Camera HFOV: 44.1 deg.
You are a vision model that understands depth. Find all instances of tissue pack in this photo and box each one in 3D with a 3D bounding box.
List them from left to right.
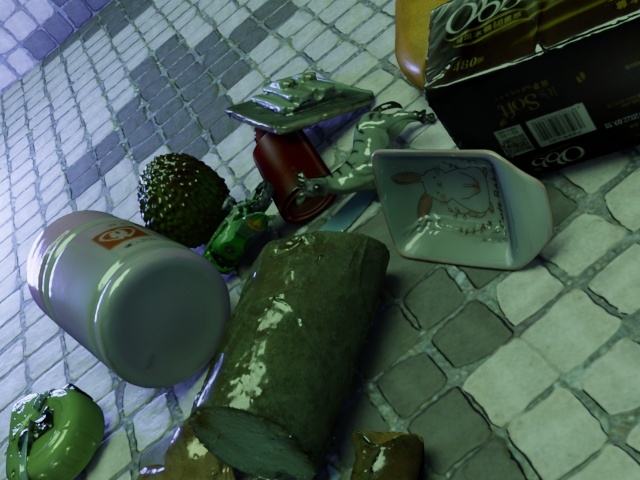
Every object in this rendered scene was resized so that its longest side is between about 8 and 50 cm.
[{"bbox_3d":[0.321,-0.217,0.937,0.369,0.210,0.198,-16,50,29],"label":"tissue pack"}]

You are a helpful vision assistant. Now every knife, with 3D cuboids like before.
[{"bbox_3d":[0.000,0.000,1.157,0.313,0.019,0.044,-46,44,-7],"label":"knife"}]

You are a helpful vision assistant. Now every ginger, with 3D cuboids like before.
[{"bbox_3d":[-0.170,0.270,0.984,0.165,0.067,0.096,-21,62,25],"label":"ginger"}]

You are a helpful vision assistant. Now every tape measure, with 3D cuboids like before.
[{"bbox_3d":[-0.390,0.287,1.151,0.154,0.087,0.178,-32,39,11],"label":"tape measure"}]

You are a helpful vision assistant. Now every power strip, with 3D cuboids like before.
[{"bbox_3d":[-0.042,-0.251,1.351,0.198,0.065,0.213,-24,28,-26],"label":"power strip"}]

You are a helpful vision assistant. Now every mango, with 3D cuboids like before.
[{"bbox_3d":[0.201,-0.370,1.252,0.187,0.144,0.359,-7,51,42],"label":"mango"}]

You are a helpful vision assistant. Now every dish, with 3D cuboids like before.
[{"bbox_3d":[0.179,-0.049,0.957,0.234,0.154,0.064,8,33,46],"label":"dish"}]

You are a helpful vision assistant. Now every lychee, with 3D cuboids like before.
[{"bbox_3d":[-0.231,-0.066,1.308,0.171,0.171,0.171,-24,39,22],"label":"lychee"}]

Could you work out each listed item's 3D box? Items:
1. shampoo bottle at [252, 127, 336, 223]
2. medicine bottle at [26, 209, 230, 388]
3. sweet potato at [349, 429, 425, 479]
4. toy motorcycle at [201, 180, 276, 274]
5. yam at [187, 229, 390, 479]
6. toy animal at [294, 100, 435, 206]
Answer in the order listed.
[{"bbox_3d":[-0.053,-0.127,1.295,0.102,0.064,0.260,-35,36,5],"label":"shampoo bottle"},{"bbox_3d":[-0.296,0.076,1.187,0.315,0.202,0.202,21,67,50],"label":"medicine bottle"},{"bbox_3d":[0.087,0.285,0.722,0.112,0.085,0.286,-34,37,3],"label":"sweet potato"},{"bbox_3d":[-0.132,-0.010,1.219,0.190,0.074,0.106,-46,23,35],"label":"toy motorcycle"},{"bbox_3d":[-0.031,0.119,0.943,0.168,0.168,0.304,-7,50,38],"label":"yam"},{"bbox_3d":[0.067,-0.127,1.155,0.175,0.073,0.217,4,51,23],"label":"toy animal"}]
